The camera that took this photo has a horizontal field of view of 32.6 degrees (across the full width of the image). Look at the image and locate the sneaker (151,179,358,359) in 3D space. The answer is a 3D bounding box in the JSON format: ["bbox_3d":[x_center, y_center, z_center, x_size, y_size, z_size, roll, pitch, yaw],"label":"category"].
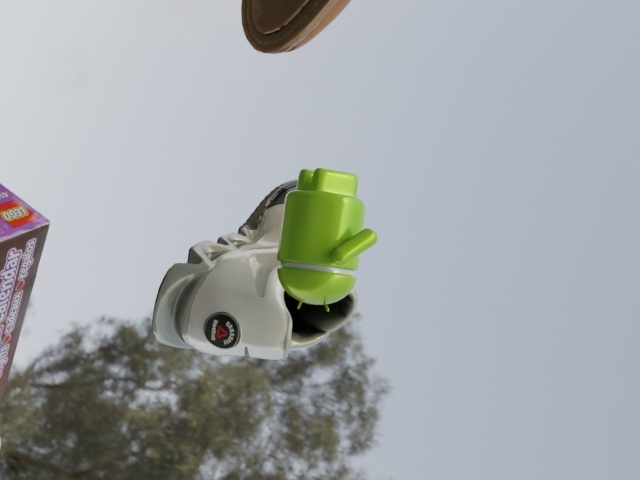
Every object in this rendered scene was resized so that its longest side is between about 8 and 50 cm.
[{"bbox_3d":[-0.022,0.038,1.071,0.146,0.330,0.122,16,-63,16],"label":"sneaker"}]

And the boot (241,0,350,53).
[{"bbox_3d":[0.072,-0.251,0.912,0.109,0.220,0.283,34,-82,34],"label":"boot"}]

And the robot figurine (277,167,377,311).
[{"bbox_3d":[0.000,0.000,0.893,0.101,0.067,0.115,1,-97,58],"label":"robot figurine"}]

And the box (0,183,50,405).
[{"bbox_3d":[-0.261,0.120,0.578,0.057,0.201,0.293,34,-58,19],"label":"box"}]
